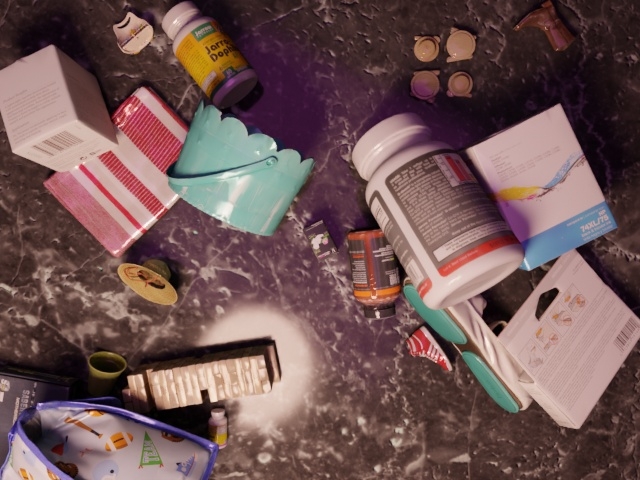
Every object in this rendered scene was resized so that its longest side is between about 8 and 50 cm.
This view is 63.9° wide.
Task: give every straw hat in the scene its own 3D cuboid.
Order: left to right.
[{"bbox_3d":[-0.373,0.077,1.152,0.145,0.144,0.061,24,51,-1],"label":"straw hat"}]

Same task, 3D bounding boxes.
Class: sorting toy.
[{"bbox_3d":[-0.420,-0.465,1.137,0.083,0.045,0.075,-40,85,3],"label":"sorting toy"}]

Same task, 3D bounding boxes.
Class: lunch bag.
[{"bbox_3d":[-0.451,0.513,1.051,0.386,0.239,0.327,22,116,-7],"label":"lunch bag"}]

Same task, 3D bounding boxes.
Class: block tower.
[{"bbox_3d":[-0.264,0.309,1.152,0.336,0.097,0.090,-10,94,0],"label":"block tower"}]

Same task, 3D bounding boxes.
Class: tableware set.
[{"bbox_3d":[0.274,-0.390,1.148,0.141,0.020,0.168,2,94,2],"label":"tableware set"}]

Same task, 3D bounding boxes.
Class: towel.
[{"bbox_3d":[-0.427,-0.155,1.156,0.329,0.037,0.237,-44,93,2],"label":"towel"}]

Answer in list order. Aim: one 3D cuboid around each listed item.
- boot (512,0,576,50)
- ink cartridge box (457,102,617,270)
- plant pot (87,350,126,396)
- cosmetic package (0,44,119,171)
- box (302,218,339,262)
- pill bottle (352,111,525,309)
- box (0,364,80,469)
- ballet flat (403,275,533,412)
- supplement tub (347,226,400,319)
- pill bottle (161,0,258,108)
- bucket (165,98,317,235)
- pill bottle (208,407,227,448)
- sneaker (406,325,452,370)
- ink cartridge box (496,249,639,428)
[{"bbox_3d":[0.498,-0.458,1.137,0.106,0.037,0.114,-35,97,4],"label":"boot"},{"bbox_3d":[0.427,-0.107,1.073,0.197,0.198,0.269,-26,93,1],"label":"ink cartridge box"},{"bbox_3d":[-0.494,0.308,1.166,0.083,0.083,0.079,23,105,-1],"label":"plant pot"},{"bbox_3d":[-0.549,-0.268,1.069,0.151,0.151,0.183,-23,78,6],"label":"cosmetic package"},{"bbox_3d":[0.000,0.000,1.148,0.052,0.062,0.083,-26,92,0],"label":"box"},{"bbox_3d":[0.218,-0.065,1.021,0.210,0.210,0.362,-27,68,2],"label":"pill bottle"},{"bbox_3d":[-0.668,0.417,1.176,0.184,0.059,0.232,11,94,-1],"label":"box"},{"bbox_3d":[0.343,0.200,1.139,0.139,0.139,0.400,-41,96,2],"label":"ballet flat"},{"bbox_3d":[0.120,0.070,1.130,0.106,0.106,0.197,-7,93,1],"label":"supplement tub"},{"bbox_3d":[-0.240,-0.399,1.100,0.118,0.117,0.208,-38,92,2],"label":"pill bottle"},{"bbox_3d":[-0.163,-0.145,1.044,0.281,0.281,0.183,28,98,-1],"label":"bucket"},{"bbox_3d":[-0.237,0.433,1.183,0.044,0.043,0.083,1,93,0],"label":"pill bottle"},{"bbox_3d":[0.245,0.260,1.171,0.067,0.042,0.118,-36,85,-2],"label":"sneaker"},{"bbox_3d":[0.528,0.200,1.106,0.261,0.066,0.296,47,71,-3],"label":"ink cartridge box"}]
